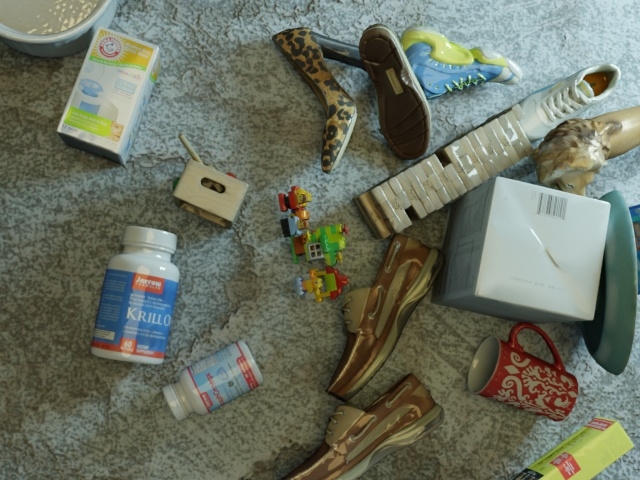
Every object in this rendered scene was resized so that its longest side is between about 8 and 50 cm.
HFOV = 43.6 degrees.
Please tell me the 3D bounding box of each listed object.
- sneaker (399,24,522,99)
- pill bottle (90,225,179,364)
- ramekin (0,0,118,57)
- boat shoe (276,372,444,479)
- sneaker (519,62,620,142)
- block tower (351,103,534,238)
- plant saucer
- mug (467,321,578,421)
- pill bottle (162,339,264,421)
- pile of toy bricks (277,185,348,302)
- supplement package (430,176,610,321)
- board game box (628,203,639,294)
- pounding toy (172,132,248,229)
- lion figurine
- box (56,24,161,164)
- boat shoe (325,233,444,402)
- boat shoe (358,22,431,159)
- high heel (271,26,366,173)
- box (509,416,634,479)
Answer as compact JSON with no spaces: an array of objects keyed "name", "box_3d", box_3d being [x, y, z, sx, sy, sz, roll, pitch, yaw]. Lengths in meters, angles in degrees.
[{"name":"sneaker","box_3d":[0.252,-0.309,1.508,0.240,0.091,0.126,20,93,2]},{"name":"pill bottle","box_3d":[-0.307,0.092,1.353,0.124,0.124,0.222,9,83,-7]},{"name":"ramekin","box_3d":[-0.482,-0.454,1.386,0.277,0.135,0.277,1,83,-8]},{"name":"boat shoe","box_3d":[0.057,0.339,1.388,0.324,0.123,0.116,-27,84,-19]},{"name":"sneaker","box_3d":[0.463,-0.268,1.522,0.228,0.092,0.087,-34,91,-9]},{"name":"block tower","box_3d":[0.229,-0.122,1.449,0.335,0.091,0.097,-32,95,-10]},{"name":"plant saucer","box_3d":[0.487,0.072,1.382,0.043,0.317,0.318,0,83,9]},{"name":"mug","box_3d":[0.374,0.241,1.431,0.169,0.113,0.150,24,125,-9]},{"name":"pill bottle","box_3d":[-0.185,0.243,1.372,0.160,0.087,0.087,-28,88,-10]},{"name":"pile of toy bricks","box_3d":[0.000,0.000,1.404,0.105,0.118,0.212,-11,86,10]},{"name":"supplement package","box_3d":[0.333,0.028,1.381,0.199,0.262,0.198,13,81,-6]},{"name":"board game box","box_3d":[0.574,0.017,1.445,0.047,0.210,0.160,-17,87,-11]},{"name":"pounding toy","box_3d":[-0.198,-0.099,1.387,0.141,0.130,0.100,24,81,-5]},{"name":"lion figurine","box_3d":[0.539,-0.188,1.444,0.392,0.240,0.142,-29,83,-12]},{"name":"box","box_3d":[-0.364,-0.251,1.395,0.114,0.103,0.203,20,81,-6]},{"name":"boat shoe","box_3d":[0.094,0.129,1.418,0.119,0.122,0.324,33,72,2]},{"name":"boat shoe","box_3d":[0.142,-0.275,1.457,0.095,0.095,0.258,-12,120,12]},{"name":"high heel","box_3d":[-0.023,-0.257,1.453,0.186,0.093,0.261,15,75,-4]},{"name":"box","box_3d":[0.444,0.409,1.444,0.232,0.087,0.058,-31,88,-9]}]
